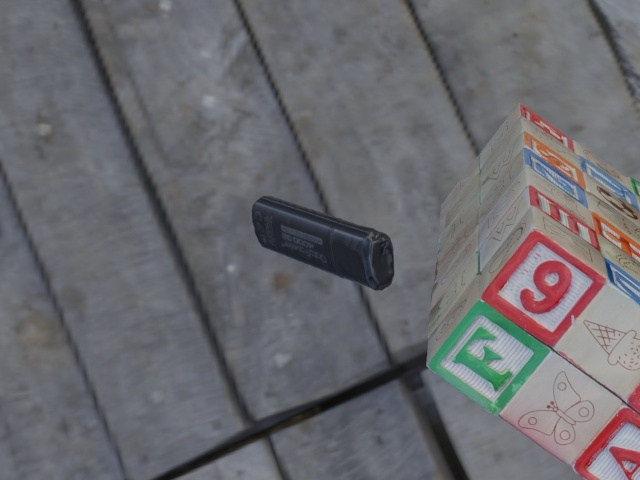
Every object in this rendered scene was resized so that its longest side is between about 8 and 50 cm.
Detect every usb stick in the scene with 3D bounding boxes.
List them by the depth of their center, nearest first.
[{"bbox_3d":[0.000,0.000,1.966,0.278,0.045,0.077,19,125,55],"label":"usb stick"}]

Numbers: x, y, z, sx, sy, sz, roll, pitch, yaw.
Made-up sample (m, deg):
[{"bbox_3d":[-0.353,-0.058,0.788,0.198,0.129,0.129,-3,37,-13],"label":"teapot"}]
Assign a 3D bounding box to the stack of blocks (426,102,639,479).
[{"bbox_3d":[0.156,0.034,0.877,0.171,0.297,0.087,35,107,-5],"label":"stack of blocks"}]
